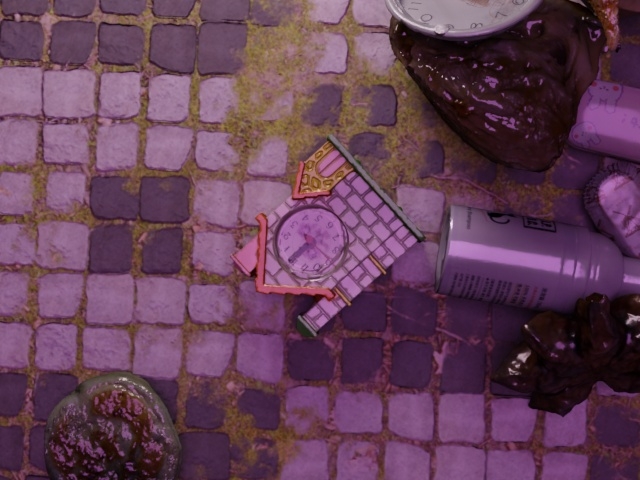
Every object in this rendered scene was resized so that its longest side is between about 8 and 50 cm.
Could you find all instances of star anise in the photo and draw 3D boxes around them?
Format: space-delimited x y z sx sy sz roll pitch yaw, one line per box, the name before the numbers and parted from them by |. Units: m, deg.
star anise | 0.414 0.176 1.509 0.315 0.315 0.108 -14 48 1

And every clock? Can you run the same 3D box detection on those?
clock | 0.000 0.000 1.569 0.255 0.106 0.220 -43 88 1
clock | 0.211 -0.355 1.446 0.236 0.053 0.236 -7 49 8

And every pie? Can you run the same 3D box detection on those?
pie | -0.332 0.334 1.600 0.240 0.054 0.240 0 90 4

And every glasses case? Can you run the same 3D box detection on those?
glasses case | 0.526 -0.174 1.572 0.297 0.075 0.113 13 91 3

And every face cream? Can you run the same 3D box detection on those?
face cream | 0.370 0.041 1.540 0.369 0.145 0.145 8 89 1

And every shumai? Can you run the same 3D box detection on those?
shumai | 0.291 -0.280 1.495 0.283 0.217 0.346 -38 66 6

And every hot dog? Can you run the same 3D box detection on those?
hot dog | 0.497 -0.032 1.581 0.108 0.059 0.191 -35 94 9

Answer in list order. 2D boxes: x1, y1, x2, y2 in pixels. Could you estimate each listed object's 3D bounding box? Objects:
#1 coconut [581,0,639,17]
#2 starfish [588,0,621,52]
coconut | 0.474 -0.456 1.513 0.259 0.259 0.259 0 89 2
starfish | 0.376 -0.408 1.396 0.060 0.299 0.302 -5 60 -36
